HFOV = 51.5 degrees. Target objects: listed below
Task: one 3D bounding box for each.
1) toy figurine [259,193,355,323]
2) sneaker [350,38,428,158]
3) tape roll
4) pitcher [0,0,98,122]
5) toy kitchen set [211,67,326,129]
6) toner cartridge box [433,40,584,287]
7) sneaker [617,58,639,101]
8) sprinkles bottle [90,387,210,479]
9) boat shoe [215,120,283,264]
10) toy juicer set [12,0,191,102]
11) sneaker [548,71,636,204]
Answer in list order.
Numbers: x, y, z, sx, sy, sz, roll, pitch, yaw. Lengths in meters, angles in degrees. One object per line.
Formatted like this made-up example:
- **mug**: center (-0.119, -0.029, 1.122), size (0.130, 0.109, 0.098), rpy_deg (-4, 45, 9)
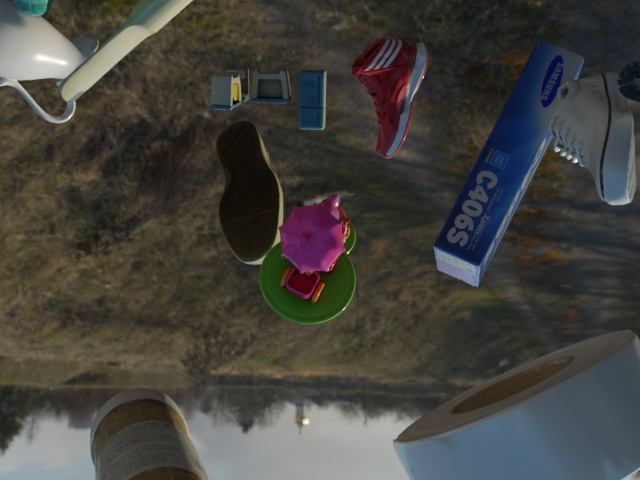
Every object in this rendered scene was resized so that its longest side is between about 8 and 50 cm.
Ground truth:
- **toy figurine**: center (0.000, 0.000, 0.831), size (0.130, 0.173, 0.159), rpy_deg (26, 154, 7)
- **sneaker**: center (0.104, -0.263, 1.209), size (0.128, 0.221, 0.087), rpy_deg (9, -155, -13)
- **tape roll**: center (0.227, 0.201, 0.718), size (0.286, 0.100, 0.286), rpy_deg (-25, 170, -5)
- **pitcher**: center (-0.504, -0.305, 1.134), size (0.125, 0.178, 0.207), rpy_deg (11, -179, 41)
- **toy kitchen set**: center (-0.100, -0.279, 1.346), size (0.207, 0.122, 0.166), rpy_deg (3, -161, 7)
- **toner cartridge box**: center (0.285, -0.109, 1.016), size (0.075, 0.348, 0.165), rpy_deg (26, 173, 16)
- **sneaker**: center (0.380, -0.158, 0.681), size (0.135, 0.058, 0.052), rpy_deg (29, 130, 16)
- **sprinkles bottle**: center (-0.182, 0.263, 0.712), size (0.121, 0.121, 0.355), rpy_deg (6, -178, -20)
- **boat shoe**: center (-0.109, -0.072, 1.114), size (0.109, 0.302, 0.098), rpy_deg (-23, 140, 8)
- **toy juicer set**: center (-0.192, -0.268, 0.513), size (0.209, 0.089, 0.329), rpy_deg (-25, 153, -2)
- **sneaker**: center (0.322, -0.121, 0.790), size (0.091, 0.258, 0.094), rpy_deg (-5, 122, 23)
